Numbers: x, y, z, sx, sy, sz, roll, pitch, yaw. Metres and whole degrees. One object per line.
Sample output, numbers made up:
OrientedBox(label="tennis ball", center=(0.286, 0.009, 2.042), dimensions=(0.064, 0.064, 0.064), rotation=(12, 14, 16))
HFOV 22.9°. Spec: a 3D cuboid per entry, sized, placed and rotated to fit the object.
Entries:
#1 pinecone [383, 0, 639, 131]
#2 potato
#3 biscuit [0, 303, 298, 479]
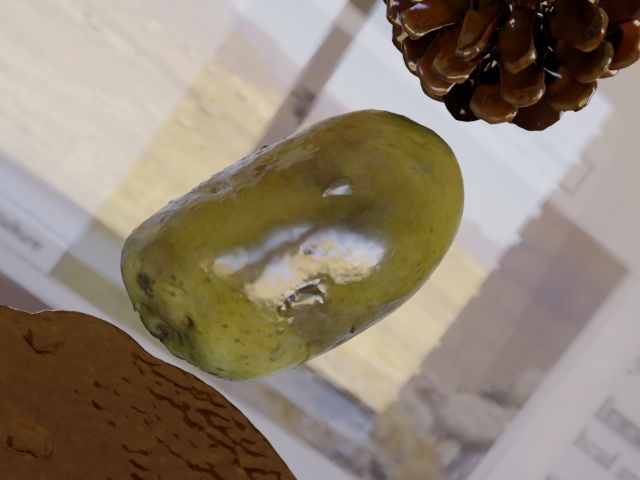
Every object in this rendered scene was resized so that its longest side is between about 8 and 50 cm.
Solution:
OrientedBox(label="pinecone", center=(0.170, -0.210, 1.330), dimensions=(0.264, 0.264, 0.264), rotation=(37, 2, -1))
OrientedBox(label="potato", center=(0.000, 0.000, 1.155), dimensions=(0.160, 0.272, 0.111), rotation=(63, -20, -4))
OrientedBox(label="biscuit", center=(-0.163, 0.164, 0.904), dimensions=(0.381, 0.074, 0.359), rotation=(-1, 41, -41))
